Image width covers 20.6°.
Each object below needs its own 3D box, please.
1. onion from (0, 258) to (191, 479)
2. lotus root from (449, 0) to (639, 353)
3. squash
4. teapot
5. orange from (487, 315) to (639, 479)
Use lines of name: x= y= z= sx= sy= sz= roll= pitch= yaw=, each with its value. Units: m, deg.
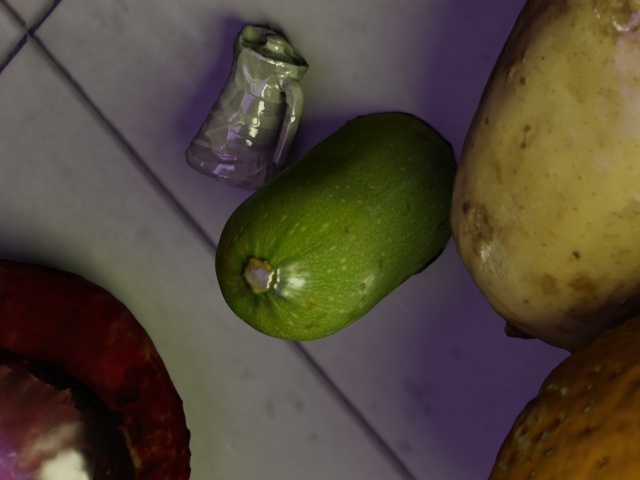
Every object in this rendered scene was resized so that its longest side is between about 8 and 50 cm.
onion: x=-0.197 y=0.132 z=1.010 sx=0.246 sy=0.190 sz=0.246 roll=1 pitch=94 yaw=8
lotus root: x=0.155 y=-0.077 z=0.815 sx=0.146 sy=0.160 sz=0.284 roll=23 pitch=119 yaw=-19
squash: x=0.000 y=0.000 z=0.893 sx=0.095 sy=0.188 sz=0.095 roll=7 pitch=109 yaw=22
teapot: x=-0.035 y=-0.073 z=0.964 sx=0.067 sy=0.057 sz=0.083 roll=31 pitch=109 yaw=44
orange: x=0.242 y=0.138 z=0.751 sx=0.196 sy=0.334 sz=0.263 roll=153 pitch=113 yaw=-63
